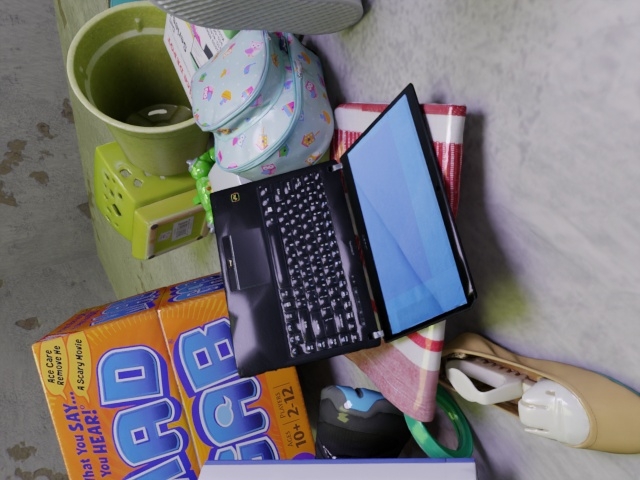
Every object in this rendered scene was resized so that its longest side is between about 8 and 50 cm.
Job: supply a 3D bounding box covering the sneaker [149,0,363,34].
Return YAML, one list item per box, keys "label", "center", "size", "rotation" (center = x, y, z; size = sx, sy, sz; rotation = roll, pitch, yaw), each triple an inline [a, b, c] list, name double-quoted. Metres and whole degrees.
- label: "sneaker"
  center: [-0.080, -0.309, 0.575]
  size: [0.102, 0.282, 0.161]
  rotation: [-15, 89, 41]

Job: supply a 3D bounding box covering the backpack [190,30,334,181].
- label: "backpack"
  center: [-0.074, -0.169, 0.721]
  size: [0.166, 0.144, 0.188]
  rotation: [-29, 64, 26]

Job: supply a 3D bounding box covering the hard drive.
- label: "hard drive"
  center: [0.036, 0.339, 0.683]
  size: [0.040, 0.319, 0.210]
  rotation: [-76, -26, -51]

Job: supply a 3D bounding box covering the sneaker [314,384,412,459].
- label: "sneaker"
  center: [0.050, 0.303, 0.753]
  size: [0.341, 0.125, 0.139]
  rotation: [86, -162, -53]

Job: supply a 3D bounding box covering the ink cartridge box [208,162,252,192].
- label: "ink cartridge box"
  center: [-0.077, -0.056, 0.864]
  size: [0.127, 0.128, 0.176]
  rotation: [-29, 78, 62]

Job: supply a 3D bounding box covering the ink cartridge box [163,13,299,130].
- label: "ink cartridge box"
  center: [-0.138, -0.327, 0.838]
  size: [0.201, 0.117, 0.278]
  rotation: [65, 152, 16]

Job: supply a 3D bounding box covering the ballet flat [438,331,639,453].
- label: "ballet flat"
  center: [0.196, 0.151, 0.537]
  size: [0.232, 0.073, 0.080]
  rotation: [11, 112, 59]

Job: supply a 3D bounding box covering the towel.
- label: "towel"
  center: [0.069, 0.008, 0.650]
  size: [0.237, 0.037, 0.329]
  rotation: [27, 117, 60]

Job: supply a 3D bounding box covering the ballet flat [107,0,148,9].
- label: "ballet flat"
  center: [-0.429, -0.562, 1.268]
  size: [0.123, 0.123, 0.348]
  rotation: [-10, 96, 62]

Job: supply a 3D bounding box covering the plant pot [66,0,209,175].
- label: "plant pot"
  center: [-0.310, -0.260, 1.077]
  size: [0.276, 0.276, 0.254]
  rotation: [65, 163, 16]

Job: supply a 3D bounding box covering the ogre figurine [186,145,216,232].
- label: "ogre figurine"
  center: [-0.167, -0.089, 1.020]
  size: [0.097, 0.118, 0.197]
  rotation: [11, 115, 59]

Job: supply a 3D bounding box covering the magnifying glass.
- label: "magnifying glass"
  center: [0.116, 0.167, 0.696]
  size: [0.026, 0.092, 0.231]
  rotation: [-47, 48, 30]

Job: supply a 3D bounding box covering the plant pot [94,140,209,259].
- label: "plant pot"
  center: [-0.362, -0.099, 1.270]
  size: [0.207, 0.227, 0.228]
  rotation: [56, 148, 17]

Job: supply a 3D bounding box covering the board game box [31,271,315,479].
- label: "board game box"
  center: [-0.235, 0.269, 1.000]
  size: [0.356, 0.356, 0.356]
  rotation: [-174, 70, -77]

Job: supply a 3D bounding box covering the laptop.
- label: "laptop"
  center: [0.000, 0.000, 0.597]
  size: [0.136, 0.264, 0.234]
  rotation: [58, -161, -71]
